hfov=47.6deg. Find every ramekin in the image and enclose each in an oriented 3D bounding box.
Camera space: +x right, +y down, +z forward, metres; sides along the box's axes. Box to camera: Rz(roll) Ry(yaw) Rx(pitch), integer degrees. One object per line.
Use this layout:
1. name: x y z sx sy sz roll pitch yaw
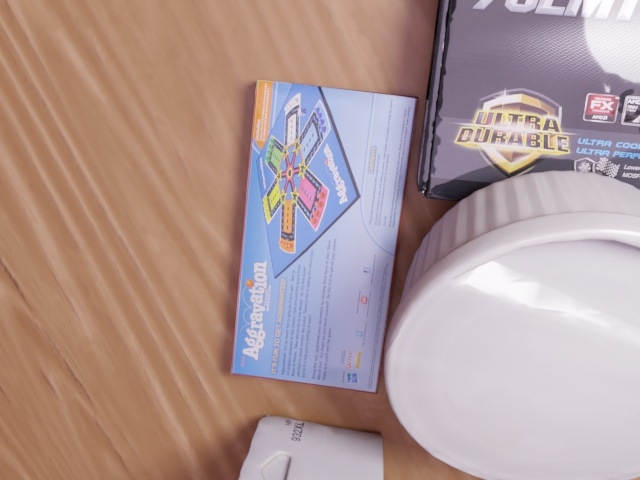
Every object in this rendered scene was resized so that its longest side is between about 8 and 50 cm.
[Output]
1. ramekin: 0.188 0.067 0.585 0.273 0.127 0.272 4 126 5

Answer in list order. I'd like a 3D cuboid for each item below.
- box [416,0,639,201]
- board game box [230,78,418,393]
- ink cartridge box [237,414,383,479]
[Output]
1. box: 0.241 -0.168 0.595 0.296 0.073 0.293 7 104 3
2. board game box: 0.000 0.000 0.675 0.145 0.027 0.281 7 103 2
3. ink cartridge box: -0.026 0.350 0.653 0.129 0.223 0.307 8 103 3
